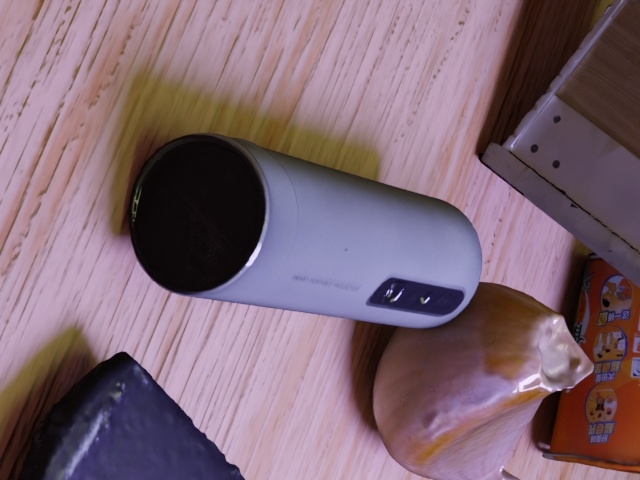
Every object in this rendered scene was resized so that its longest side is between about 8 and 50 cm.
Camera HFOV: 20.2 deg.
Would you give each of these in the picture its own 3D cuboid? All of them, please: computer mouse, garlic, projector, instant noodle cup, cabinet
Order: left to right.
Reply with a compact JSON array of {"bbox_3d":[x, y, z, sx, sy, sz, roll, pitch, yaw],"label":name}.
[{"bbox_3d":[-0.117,0.208,1.161,0.295,0.087,0.168,59,46,-34],"label":"computer mouse"},{"bbox_3d":[0.000,0.000,1.259,0.337,0.108,0.108,12,90,-61],"label":"projector"},{"bbox_3d":[0.125,0.129,1.471,0.245,0.164,0.145,97,12,-58],"label":"garlic"},{"bbox_3d":[0.375,0.125,1.799,0.296,0.296,0.214,11,84,-61],"label":"instant noodle cup"},{"bbox_3d":[0.370,-0.094,1.577,0.318,0.290,0.227,-54,150,7],"label":"cabinet"}]
